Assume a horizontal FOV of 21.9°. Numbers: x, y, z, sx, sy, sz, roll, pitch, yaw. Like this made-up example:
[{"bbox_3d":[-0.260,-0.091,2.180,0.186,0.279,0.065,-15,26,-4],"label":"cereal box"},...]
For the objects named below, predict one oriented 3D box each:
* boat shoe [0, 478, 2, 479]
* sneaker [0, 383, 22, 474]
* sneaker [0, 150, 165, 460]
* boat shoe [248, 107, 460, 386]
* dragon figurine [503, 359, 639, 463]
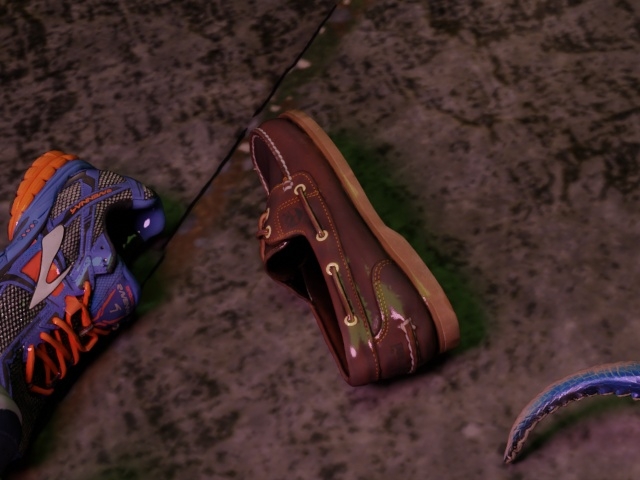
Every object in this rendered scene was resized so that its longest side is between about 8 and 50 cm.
[{"bbox_3d":[-0.256,0.206,0.811,0.104,0.089,0.285,15,52,26],"label":"boat shoe"},{"bbox_3d":[-0.217,0.188,0.723,0.282,0.099,0.153,-36,62,-24],"label":"sneaker"},{"bbox_3d":[-0.151,0.033,0.959,0.087,0.083,0.221,6,51,12],"label":"sneaker"},{"bbox_3d":[0.000,0.000,0.954,0.073,0.073,0.207,-25,46,-12],"label":"boat shoe"},{"bbox_3d":[0.239,0.081,0.810,0.289,0.085,0.144,-16,45,-3],"label":"dragon figurine"}]
